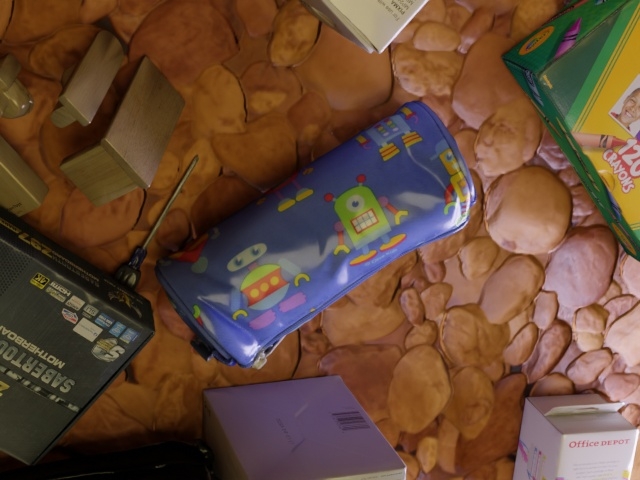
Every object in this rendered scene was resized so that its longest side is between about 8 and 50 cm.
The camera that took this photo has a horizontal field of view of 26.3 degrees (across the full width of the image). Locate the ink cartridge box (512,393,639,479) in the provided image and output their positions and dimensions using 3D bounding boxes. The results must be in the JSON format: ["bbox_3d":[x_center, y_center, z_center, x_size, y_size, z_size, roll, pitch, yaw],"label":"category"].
[{"bbox_3d":[0.269,0.230,1.451,0.092,0.090,0.143,-1,109,-19],"label":"ink cartridge box"}]

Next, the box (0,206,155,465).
[{"bbox_3d":[-0.290,0.074,1.196,0.232,0.059,0.183,36,108,-27],"label":"box"}]

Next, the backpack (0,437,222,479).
[{"bbox_3d":[-0.215,0.293,1.234,0.253,0.225,0.191,-3,106,-14],"label":"backpack"}]

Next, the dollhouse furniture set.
[{"bbox_3d":[-0.231,-0.108,1.181,0.151,0.123,0.144,-23,122,30],"label":"dollhouse furniture set"}]

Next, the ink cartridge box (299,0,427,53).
[{"bbox_3d":[0.067,-0.288,1.133,0.100,0.172,0.237,41,94,-27],"label":"ink cartridge box"}]

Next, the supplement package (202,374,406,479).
[{"bbox_3d":[-0.023,0.266,1.304,0.149,0.194,0.203,-4,112,-17],"label":"supplement package"}]

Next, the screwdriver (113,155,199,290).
[{"bbox_3d":[-0.156,-0.005,1.256,0.024,0.025,0.170,28,90,-26],"label":"screwdriver"}]

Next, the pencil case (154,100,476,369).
[{"bbox_3d":[0.000,0.000,1.249,0.306,0.119,0.133,-33,88,-4],"label":"pencil case"}]

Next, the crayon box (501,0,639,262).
[{"bbox_3d":[0.321,-0.118,1.338,0.165,0.081,0.278,-39,117,-1],"label":"crayon box"}]
